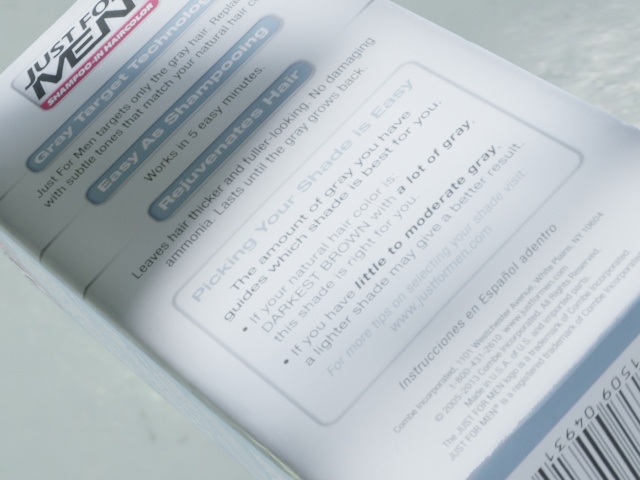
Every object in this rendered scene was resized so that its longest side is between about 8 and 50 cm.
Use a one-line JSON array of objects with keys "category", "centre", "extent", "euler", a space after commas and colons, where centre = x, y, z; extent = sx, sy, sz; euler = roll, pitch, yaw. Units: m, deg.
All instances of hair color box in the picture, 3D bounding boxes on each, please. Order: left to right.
[{"category": "hair color box", "centre": [0.000, 0.000, 0.830], "extent": [0.185, 0.113, 0.374], "euler": [-46, 45, -10]}]
